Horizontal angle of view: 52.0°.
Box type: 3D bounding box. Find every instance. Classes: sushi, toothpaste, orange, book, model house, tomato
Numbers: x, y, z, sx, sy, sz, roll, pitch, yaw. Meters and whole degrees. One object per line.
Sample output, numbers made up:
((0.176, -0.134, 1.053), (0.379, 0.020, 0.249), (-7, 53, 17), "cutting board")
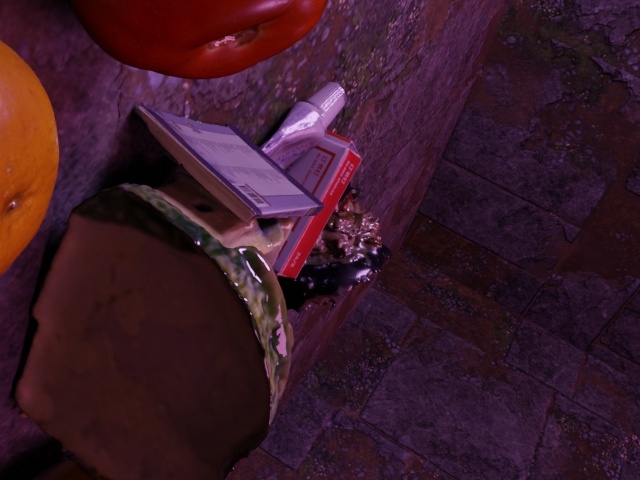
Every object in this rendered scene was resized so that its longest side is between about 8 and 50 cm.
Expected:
((-0.002, -0.005, 1.186), (0.225, 0.218, 0.238), (-26, -165, -2), "sushi")
((-0.062, -0.126, 0.957), (0.282, 0.068, 0.099), (-50, 138, -17), "toothpaste")
((-0.215, -0.041, 0.333), (0.159, 0.136, 0.159), (23, 90, -89), "orange")
((-0.089, -0.078, 0.713), (0.026, 0.157, 0.231), (-49, 171, 14), "book")
((-0.126, 0.087, 0.710), (0.321, 0.261, 0.266), (-61, 171, 26), "model house")
((-0.080, -0.194, 0.451), (0.195, 0.136, 0.195), (-20, -179, 0), "tomato")

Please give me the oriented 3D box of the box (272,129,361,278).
((-0.037, -0.065, 1.026), (0.050, 0.123, 0.229), (27, 93, -55), "box")

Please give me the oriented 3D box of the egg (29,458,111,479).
((-0.304, 0.390, 0.801), (0.337, 0.201, 0.337), (-28, 143, -23), "egg")
